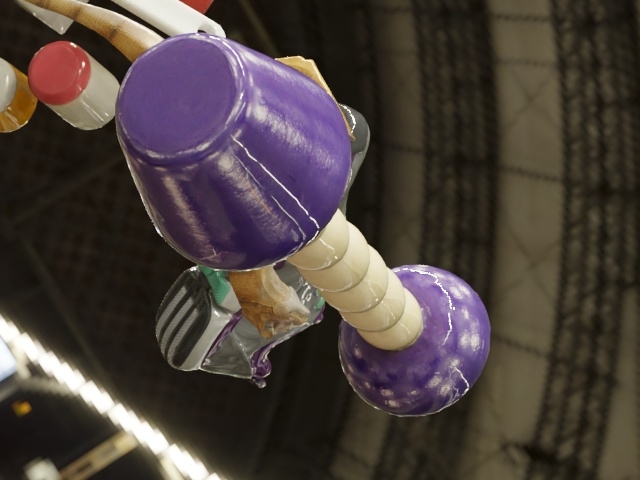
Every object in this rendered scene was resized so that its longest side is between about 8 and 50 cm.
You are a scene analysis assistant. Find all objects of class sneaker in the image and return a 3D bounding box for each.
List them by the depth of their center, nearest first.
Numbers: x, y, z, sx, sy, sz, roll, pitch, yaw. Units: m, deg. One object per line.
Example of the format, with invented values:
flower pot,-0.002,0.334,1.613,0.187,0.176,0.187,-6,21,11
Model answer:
sneaker,-0.020,0.005,1.305,0.098,0.224,0.083,22,27,-35

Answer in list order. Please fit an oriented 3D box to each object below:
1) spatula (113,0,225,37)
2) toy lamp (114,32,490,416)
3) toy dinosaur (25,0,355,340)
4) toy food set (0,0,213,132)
spatula,-0.126,-0.186,0.835,0.242,0.168,0.019,31,-33,-17
toy lamp,0.000,0.000,0.725,0.080,0.080,0.275,49,3,29
toy dinosaur,-0.049,-0.051,0.884,0.211,0.112,0.064,61,3,-9
toy food set,-0.135,-0.164,1.108,0.111,0.232,0.104,36,-2,22
